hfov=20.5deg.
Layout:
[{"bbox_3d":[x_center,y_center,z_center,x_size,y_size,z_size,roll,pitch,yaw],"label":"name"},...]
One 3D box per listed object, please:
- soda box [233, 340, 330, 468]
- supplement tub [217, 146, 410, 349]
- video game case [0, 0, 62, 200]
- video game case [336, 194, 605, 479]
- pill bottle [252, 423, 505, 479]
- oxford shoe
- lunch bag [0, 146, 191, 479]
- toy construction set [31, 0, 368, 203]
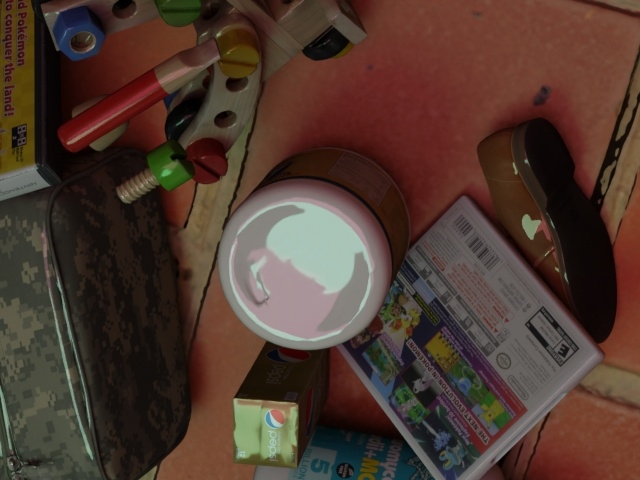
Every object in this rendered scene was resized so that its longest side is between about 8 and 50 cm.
[{"bbox_3d":[-0.032,0.138,1.564,0.058,0.181,0.061,4,106,9],"label":"soda box"},{"bbox_3d":[0.000,0.000,1.512,0.144,0.199,0.144,2,104,9],"label":"supplement tub"},{"bbox_3d":[-0.342,-0.132,1.531,0.248,0.275,0.035,-16,145,14],"label":"video game case"},{"bbox_3d":[0.123,0.091,1.547,0.183,0.023,0.201,-46,59,14],"label":"video game case"},{"bbox_3d":[0.072,0.253,1.595,0.264,0.146,0.146,10,106,7],"label":"pill bottle"},{"bbox_3d":[0.200,-0.005,1.556,0.076,0.076,0.212,-12,107,44],"label":"oxford shoe"},{"bbox_3d":[-0.278,0.081,1.588,0.256,0.212,0.305,-4,105,24],"label":"lunch bag"},{"bbox_3d":[-0.084,-0.179,1.431,0.237,0.309,0.257,-30,112,14],"label":"toy construction set"}]
